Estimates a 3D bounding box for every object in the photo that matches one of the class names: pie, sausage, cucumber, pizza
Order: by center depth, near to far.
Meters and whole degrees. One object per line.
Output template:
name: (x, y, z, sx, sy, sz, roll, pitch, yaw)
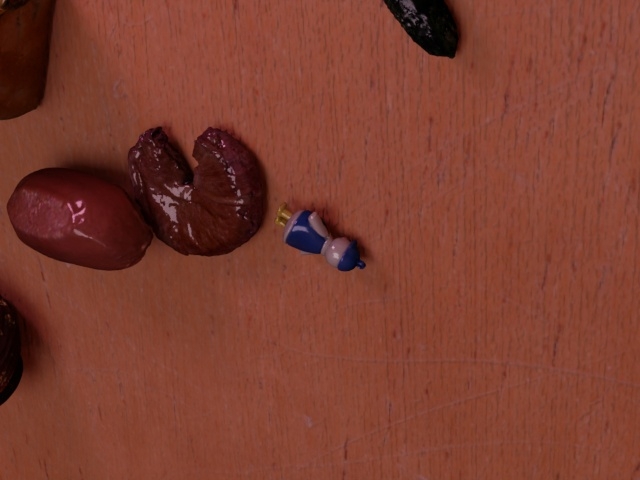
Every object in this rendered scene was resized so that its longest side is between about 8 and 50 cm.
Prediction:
cucumber: (0.085, -0.312, 1.258, 0.067, 0.067, 0.245, -29, 97, 38)
pizza: (-0.450, -0.286, 1.520, 0.081, 0.289, 0.229, 28, 88, 12)
pie: (-0.179, -0.071, 1.549, 0.218, 0.054, 0.204, -10, 109, 34)
sausage: (-0.362, -0.035, 1.607, 0.254, 0.148, 0.148, 12, 122, 42)

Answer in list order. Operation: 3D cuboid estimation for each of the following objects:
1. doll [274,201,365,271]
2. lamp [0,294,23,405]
doll: (0.000, 0.000, 1.482, 0.143, 0.058, 0.099, 31, 148, 12)
lamp: (-0.618, 0.183, 1.831, 0.247, 0.247, 0.247, 14, 121, 24)
